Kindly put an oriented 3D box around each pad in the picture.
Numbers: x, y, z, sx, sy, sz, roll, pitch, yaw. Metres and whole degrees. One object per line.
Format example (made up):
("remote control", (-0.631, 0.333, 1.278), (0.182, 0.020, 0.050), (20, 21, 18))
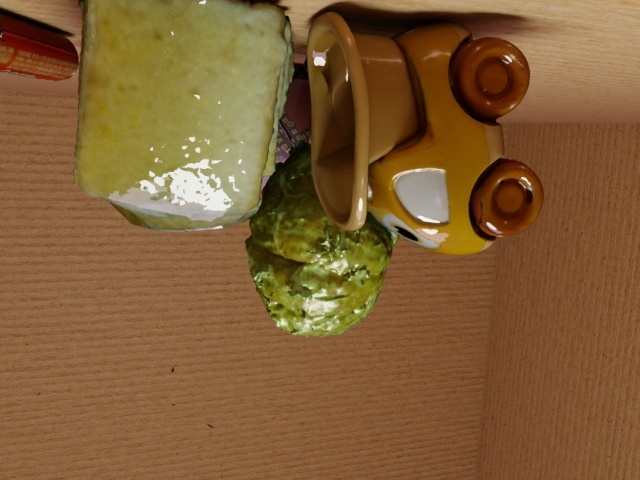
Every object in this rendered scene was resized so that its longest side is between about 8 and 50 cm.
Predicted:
("pad", (-0.058, -0.198, 1.245), (0.181, 0.267, 0.004), (4, -136, -19))

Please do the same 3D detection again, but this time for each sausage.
("sausage", (-0.386, -0.251, 0.843), (0.083, 0.083, 0.264), (3, -171, 3))

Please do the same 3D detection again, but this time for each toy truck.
("toy truck", (0.106, -0.117, 0.722), (0.211, 0.288, 0.204), (-12, -167, -12))

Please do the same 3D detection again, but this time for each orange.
("orange", (0.000, 0.000, 0.945), (0.223, 0.301, 0.300), (16, 157, 8))

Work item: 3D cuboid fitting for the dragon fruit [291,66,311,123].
("dragon fruit", (-0.003, -0.282, 1.250), (0.192, 0.122, 0.092), (-3, -142, -26))

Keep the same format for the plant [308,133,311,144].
("plant", (0.114, -0.176, 1.206), (0.261, 0.306, 0.297), (39, -154, -29))

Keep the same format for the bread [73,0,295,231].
("bread", (-0.157, -0.134, 0.755), (0.239, 0.264, 0.395), (6, -170, -5))

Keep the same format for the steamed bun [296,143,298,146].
("steamed bun", (0.005, -0.205, 1.464), (0.372, 0.325, 0.230), (12, -154, -49))

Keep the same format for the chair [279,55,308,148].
("chair", (0.042, -0.250, 1.043), (0.140, 0.221, 0.145), (9, 148, 31))
